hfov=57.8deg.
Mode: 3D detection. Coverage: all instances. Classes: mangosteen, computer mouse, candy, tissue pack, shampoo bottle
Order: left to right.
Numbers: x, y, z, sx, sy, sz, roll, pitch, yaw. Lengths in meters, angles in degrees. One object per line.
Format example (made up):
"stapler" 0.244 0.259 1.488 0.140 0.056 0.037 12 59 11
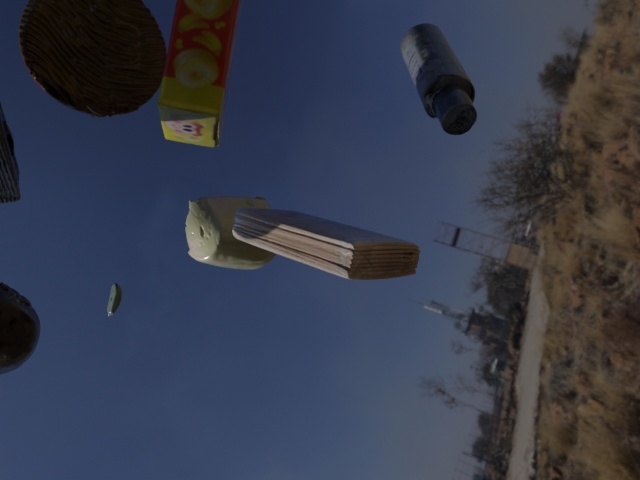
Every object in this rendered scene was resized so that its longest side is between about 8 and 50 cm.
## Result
"mangosteen" -0.618 0.173 1.025 0.217 0.192 0.192 -46 -29 -16
"computer mouse" -0.650 0.191 1.839 0.032 0.056 0.110 12 -86 -35
"candy" -0.167 -0.289 0.840 0.146 0.088 0.276 146 131 -76
"tissue pack" 0.000 0.000 1.039 0.170 0.325 0.071 3 -81 -42
"shampoo bottle" 0.155 -0.214 0.761 0.214 0.072 0.072 -97 3 -47

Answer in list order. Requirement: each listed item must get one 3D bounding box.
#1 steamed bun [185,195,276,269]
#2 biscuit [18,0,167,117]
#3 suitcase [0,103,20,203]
"steamed bun" -0.234 -0.015 1.464 0.225 0.200 0.170 9 -45 -38
"biscuit" -0.501 -0.436 1.301 0.318 0.040 0.318 1 -92 -31
"suitcase" -0.741 -0.209 1.149 0.229 0.152 0.335 -12 -29 -24
